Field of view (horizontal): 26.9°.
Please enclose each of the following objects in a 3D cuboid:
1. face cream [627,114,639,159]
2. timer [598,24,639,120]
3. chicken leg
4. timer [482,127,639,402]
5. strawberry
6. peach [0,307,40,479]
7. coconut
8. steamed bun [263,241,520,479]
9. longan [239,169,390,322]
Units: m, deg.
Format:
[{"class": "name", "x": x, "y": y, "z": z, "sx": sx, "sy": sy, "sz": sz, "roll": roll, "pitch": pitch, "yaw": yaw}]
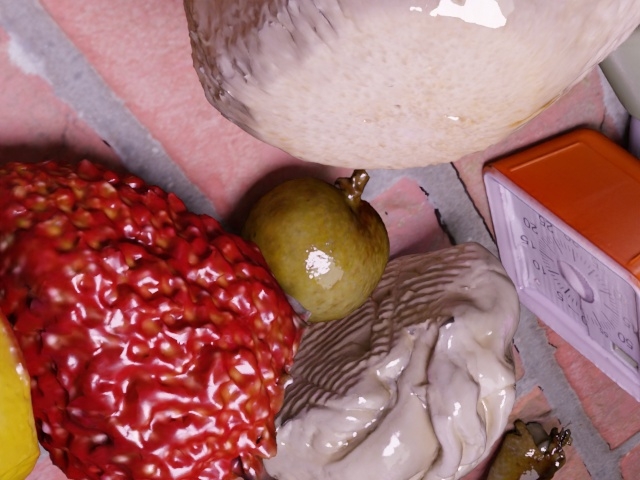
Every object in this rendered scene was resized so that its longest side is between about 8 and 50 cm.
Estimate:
[{"class": "face cream", "x": 0.410, "y": -0.128, "z": 1.582, "sx": 0.107, "sy": 0.073, "sz": 0.269, "roll": -24, "pitch": 140, "yaw": -10}, {"class": "timer", "x": 0.312, "y": -0.299, "z": 1.223, "sx": 0.291, "sy": 0.291, "sz": 0.315, "roll": -46, "pitch": 121, "yaw": 9}, {"class": "chicken leg", "x": 0.235, "y": 0.430, "z": 1.961, "sx": 0.201, "sy": 0.153, "sz": 0.429, "roll": 4, "pitch": 119, "yaw": -56}, {"class": "timer", "x": 0.317, "y": 0.036, "z": 1.531, "sx": 0.161, "sy": 0.257, "sz": 0.250, "roll": -27, "pitch": 139, "yaw": -25}, {"class": "strawberry", "x": -0.188, "y": 0.080, "z": 1.199, "sx": 0.343, "sy": 0.292, "sz": 0.292, "roll": 40, "pitch": 101, "yaw": -13}, {"class": "peach", "x": -0.395, "y": 0.132, "z": 1.058, "sx": 0.380, "sy": 0.306, "sz": 0.242, "roll": -47, "pitch": 179, "yaw": 35}, {"class": "coconut", "x": 0.057, "y": -0.266, "z": 0.972, "sx": 0.345, "sy": 0.415, "sz": 0.415, "roll": 24, "pitch": 111, "yaw": -37}, {"class": "steamed bun", "x": 0.093, "y": 0.165, "z": 1.458, "sx": 0.320, "sy": 0.275, "sz": 0.206, "roll": -29, "pitch": 115, "yaw": 9}, {"class": "longan", "x": 0.000, "y": 0.000, "z": 1.330, "sx": 0.176, "sy": 0.145, "sz": 0.155, "roll": -52, "pitch": 176, "yaw": 14}]
